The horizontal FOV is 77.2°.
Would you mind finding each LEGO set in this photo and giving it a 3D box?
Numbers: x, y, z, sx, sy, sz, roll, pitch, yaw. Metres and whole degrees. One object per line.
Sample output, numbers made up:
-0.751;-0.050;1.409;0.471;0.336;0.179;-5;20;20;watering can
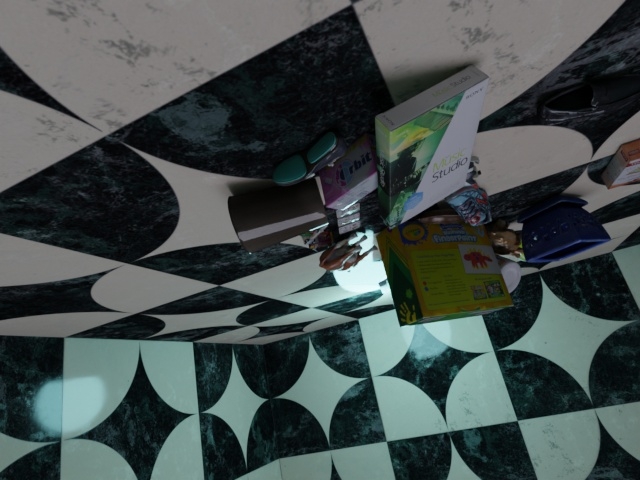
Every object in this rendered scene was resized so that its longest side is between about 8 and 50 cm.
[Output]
0.009;-0.057;1.331;0.244;0.060;0.182;-21;156;-2;LEGO set

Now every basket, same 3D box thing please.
-0.102;-0.071;1.063;0.227;0.154;0.204;-16;161;1;basket

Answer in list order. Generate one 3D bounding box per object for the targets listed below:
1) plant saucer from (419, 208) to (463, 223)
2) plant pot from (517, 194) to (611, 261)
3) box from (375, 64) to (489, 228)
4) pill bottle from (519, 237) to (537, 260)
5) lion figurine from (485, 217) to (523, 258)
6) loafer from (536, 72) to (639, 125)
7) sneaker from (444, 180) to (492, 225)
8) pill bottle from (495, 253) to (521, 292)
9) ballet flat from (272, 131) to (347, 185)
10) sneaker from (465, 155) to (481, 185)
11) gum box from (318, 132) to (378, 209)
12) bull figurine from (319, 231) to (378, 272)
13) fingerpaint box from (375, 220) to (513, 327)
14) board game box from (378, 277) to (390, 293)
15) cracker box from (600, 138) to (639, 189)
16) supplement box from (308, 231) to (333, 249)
0.440;-0.087;1.438;0.169;0.029;0.168;0;173;0;plant saucer
0.961;-0.049;1.619;0.236;0.212;0.236;0;157;-30;plant pot
0.231;-0.183;0.872;0.232;0.058;0.322;-31;146;-9;box
1.062;0.019;1.993;0.118;0.117;0.208;-10;159;-6;pill bottle
0.812;0.017;1.824;0.240;0.142;0.392;1;165;3;lion figurine
0.609;-0.319;0.897;0.223;0.076;0.078;-15;168;18;loafer
0.498;-0.113;1.311;0.262;0.125;0.104;9;151;-44;sneaker
0.715;0.121;1.755;0.152;0.152;0.272;-2;-164;-25;pill bottle
-0.020;-0.179;0.932;0.203;0.074;0.074;-28;155;32;ballet flat
0.366;-0.169;1.133;0.153;0.094;0.235;-1;149;-4;sneaker
0.077;-0.160;0.977;0.062;0.107;0.188;7;153;-41;gum box
0.104;0.056;1.534;0.188;0.101;0.310;-39;168;19;bull figurine
0.476;0.118;1.561;0.445;0.371;0.163;-2;158;-26;fingerpaint box
0.456;0.165;1.958;0.319;0.065;0.318;-22;171;-2;board game box
1.049;-0.261;1.316;0.156;0.067;0.232;-18;158;16;cracker box
0.000;0.000;1.451;0.083;0.043;0.055;-7;161;-12;supplement box
